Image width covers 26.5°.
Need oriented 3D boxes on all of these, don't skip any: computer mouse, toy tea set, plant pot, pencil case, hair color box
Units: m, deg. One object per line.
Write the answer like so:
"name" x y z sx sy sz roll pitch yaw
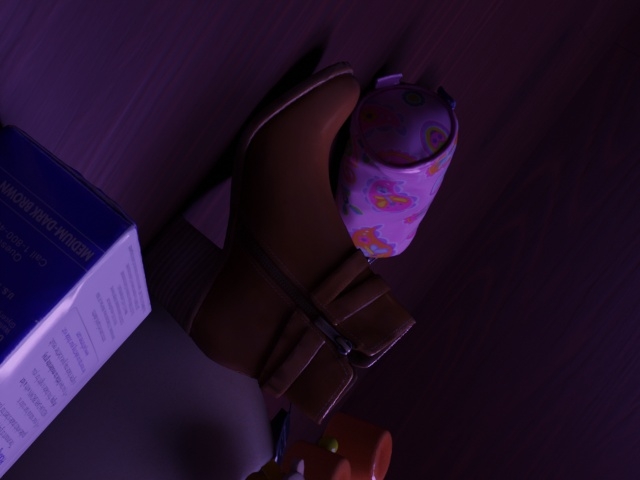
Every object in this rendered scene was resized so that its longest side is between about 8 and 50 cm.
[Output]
"computer mouse" -0.065 0.279 2.268 0.071 0.041 0.242 90 13 -46
"toy tea set" -0.042 0.272 1.311 0.336 0.124 0.200 -17 114 -67
"plant pot" -0.155 0.195 1.297 0.284 0.191 0.284 -50 171 -11
"pencil case" 0.078 -0.080 1.580 0.124 0.124 0.284 -48 168 -21
"hair color box" -0.252 0.109 0.806 0.339 0.110 0.185 -50 171 -17

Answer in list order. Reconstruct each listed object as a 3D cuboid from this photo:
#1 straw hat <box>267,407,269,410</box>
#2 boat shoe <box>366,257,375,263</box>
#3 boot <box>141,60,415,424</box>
"straw hat" -0.136 0.333 2.227 0.144 0.061 0.144 20 90 -89
"boat shoe" 0.056 -0.004 1.846 0.223 0.080 0.073 -49 176 13
"boot" 0.000 0.000 1.203 0.283 0.220 0.109 -49 169 -12
